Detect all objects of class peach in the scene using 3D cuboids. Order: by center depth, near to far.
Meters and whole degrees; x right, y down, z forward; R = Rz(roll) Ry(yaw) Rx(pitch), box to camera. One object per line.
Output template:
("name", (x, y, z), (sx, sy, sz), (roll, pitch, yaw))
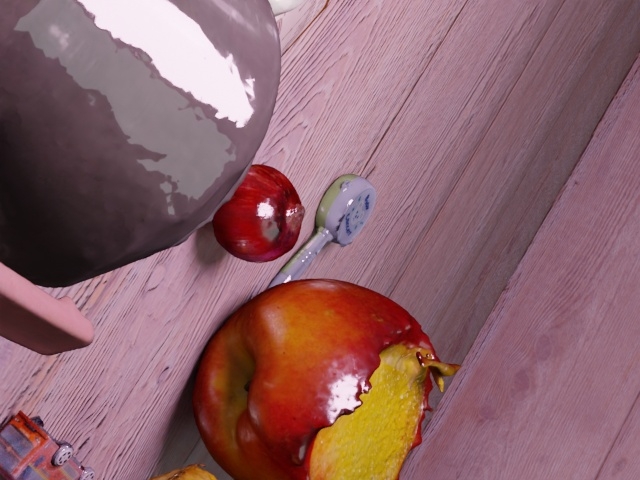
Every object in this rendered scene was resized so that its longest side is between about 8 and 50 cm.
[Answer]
("peach", (-0.011, 0.218, 1.525), (0.406, 0.310, 0.335), (1, 113, -58))

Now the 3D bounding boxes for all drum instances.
("drum", (0.001, -0.014, 1.634), (0.253, 0.049, 0.130), (-42, 152, -36))

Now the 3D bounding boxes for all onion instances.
("onion", (-0.079, -0.035, 1.331), (0.131, 0.131, 0.131), (-48, 154, -33))

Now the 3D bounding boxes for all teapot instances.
("teapot", (-0.210, -0.123, 0.657), (0.362, 0.306, 0.376), (49, 29, -58))

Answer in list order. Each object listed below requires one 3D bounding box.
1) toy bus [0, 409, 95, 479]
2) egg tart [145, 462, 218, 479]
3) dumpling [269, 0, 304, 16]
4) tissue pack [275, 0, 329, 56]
("toy bus", (-0.321, 0.267, 1.209), (0.077, 0.065, 0.192), (-47, 154, -18))
("egg tart", (-0.233, 0.407, 1.295), (0.443, 0.178, 0.443), (-26, 174, -3))
("dumpling", (-0.065, -0.236, 0.931), (0.219, 0.152, 0.108), (-28, 150, 5))
("tissue pack", (-0.066, -0.247, 1.100), (0.226, 0.092, 0.183), (-55, 178, -23))
